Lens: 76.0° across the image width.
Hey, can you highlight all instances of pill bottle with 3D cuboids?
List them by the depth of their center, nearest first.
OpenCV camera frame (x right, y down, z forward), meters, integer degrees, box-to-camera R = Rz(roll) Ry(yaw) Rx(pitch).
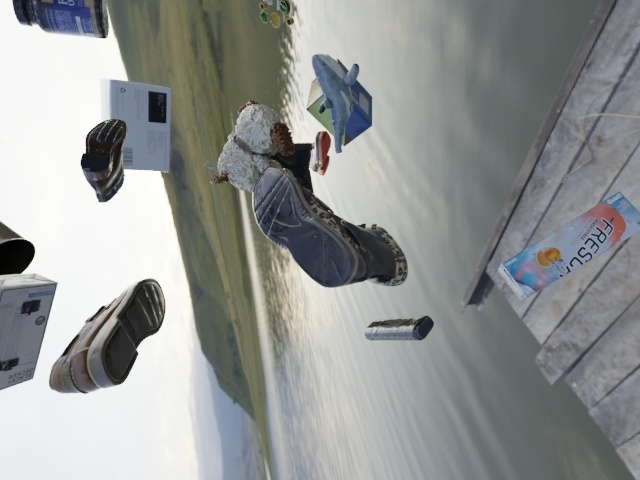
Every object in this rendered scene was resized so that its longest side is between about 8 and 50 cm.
[{"bbox_3d":[-0.733,-0.651,1.166,0.123,0.219,0.123,177,90,-72],"label":"pill bottle"}]

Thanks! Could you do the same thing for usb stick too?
[{"bbox_3d":[0.210,0.246,1.137,0.045,0.077,0.278,53,154,-3],"label":"usb stick"}]

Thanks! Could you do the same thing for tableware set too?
[{"bbox_3d":[-0.149,-0.768,1.383,0.154,0.024,0.104,34,143,24],"label":"tableware set"}]

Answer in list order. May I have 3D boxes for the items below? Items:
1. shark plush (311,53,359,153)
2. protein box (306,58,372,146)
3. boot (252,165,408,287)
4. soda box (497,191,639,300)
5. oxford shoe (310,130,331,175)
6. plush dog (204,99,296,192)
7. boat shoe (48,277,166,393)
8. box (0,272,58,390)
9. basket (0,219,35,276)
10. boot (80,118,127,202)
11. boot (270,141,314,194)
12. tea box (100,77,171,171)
[{"bbox_3d":[0.016,-0.235,0.711,0.073,0.067,0.161,24,123,40],"label":"shark plush"},{"bbox_3d":[0.073,-0.490,1.458,0.136,0.200,0.201,-31,36,33],"label":"protein box"},{"bbox_3d":[0.025,-0.022,0.972,0.377,0.284,0.138,44,110,37],"label":"boot"},{"bbox_3d":[0.347,0.012,0.574,0.058,0.183,0.063,59,-172,21],"label":"soda box"},{"bbox_3d":[-0.019,-0.337,1.577,0.271,0.098,0.097,96,-163,-70],"label":"oxford shoe"},{"bbox_3d":[-0.180,-0.251,1.086,0.262,0.210,0.225,43,122,25],"label":"plush dog"},{"bbox_3d":[-0.377,0.157,0.749,0.307,0.104,0.111,-99,-6,-75],"label":"boat shoe"},{"bbox_3d":[-0.816,0.238,1.064,0.169,0.087,0.290,6,-78,-77],"label":"box"},{"bbox_3d":[-1.090,0.014,1.346,0.227,0.204,0.154,37,169,23],"label":"basket"},{"bbox_3d":[-0.503,-0.191,0.965,0.106,0.082,0.219,107,165,-46],"label":"boot"},{"bbox_3d":[-0.126,-0.211,1.337,0.094,0.246,0.207,18,114,52],"label":"boot"},{"bbox_3d":[-0.760,-0.473,1.671,0.323,0.220,0.329,31,118,52],"label":"tea box"}]
